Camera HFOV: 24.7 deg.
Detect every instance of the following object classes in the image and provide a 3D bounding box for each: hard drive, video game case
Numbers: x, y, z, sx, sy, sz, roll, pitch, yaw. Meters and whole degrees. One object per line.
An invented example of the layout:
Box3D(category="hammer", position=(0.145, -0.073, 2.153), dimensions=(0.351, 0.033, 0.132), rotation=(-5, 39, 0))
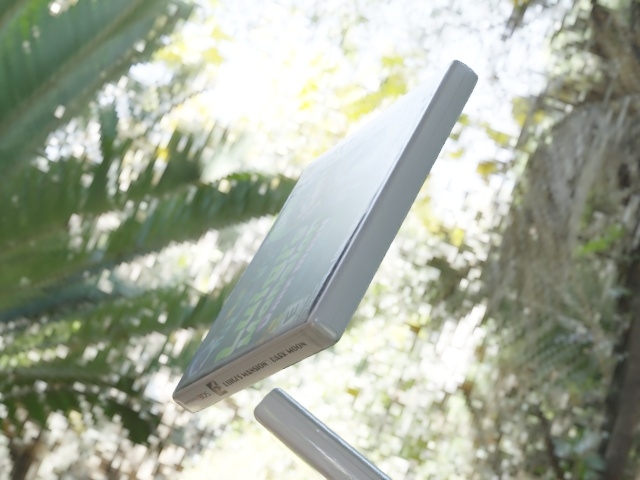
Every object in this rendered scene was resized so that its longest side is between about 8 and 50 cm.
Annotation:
Box3D(category="hard drive", position=(0.083, 0.267, 1.354), dimensions=(0.307, 0.040, 0.203), rotation=(37, -10, 29))
Box3D(category="video game case", position=(0.000, 0.000, 0.818), dimensions=(0.022, 0.190, 0.173), rotation=(37, -32, -13))
